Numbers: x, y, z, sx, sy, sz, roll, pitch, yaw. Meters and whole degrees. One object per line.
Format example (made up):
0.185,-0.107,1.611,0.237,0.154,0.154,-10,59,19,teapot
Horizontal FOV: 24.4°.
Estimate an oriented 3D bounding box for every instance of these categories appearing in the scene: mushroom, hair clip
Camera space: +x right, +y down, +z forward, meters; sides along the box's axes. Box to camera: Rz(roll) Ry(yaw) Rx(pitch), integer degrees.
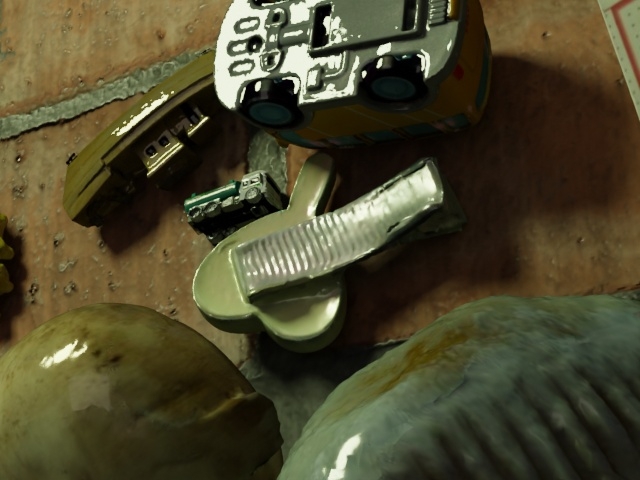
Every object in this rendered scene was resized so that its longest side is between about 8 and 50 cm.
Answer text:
-0.134,0.162,1.059,0.255,0.184,0.255,3,98,23,mushroom
0.000,-0.002,1.142,0.218,0.071,0.159,-25,55,10,hair clip

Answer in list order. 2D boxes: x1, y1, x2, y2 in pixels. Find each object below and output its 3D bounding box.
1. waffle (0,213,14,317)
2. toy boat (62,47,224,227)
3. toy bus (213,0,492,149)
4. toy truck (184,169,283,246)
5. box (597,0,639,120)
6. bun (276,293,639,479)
-0.363,0.026,1.341,0.194,0.051,0.149,-19,56,19,waffle
-0.134,-0.085,1.267,0.206,0.064,0.072,-38,68,6,toy boat
0.033,-0.139,1.152,0.209,0.136,0.126,-7,64,27,toy bus
-0.072,-0.029,1.217,0.083,0.039,0.044,-19,44,21,toy truck
0.300,-0.152,0.956,0.210,0.095,0.330,-30,68,39,box
0.129,0.203,0.836,0.211,0.362,0.362,-26,42,67,bun
